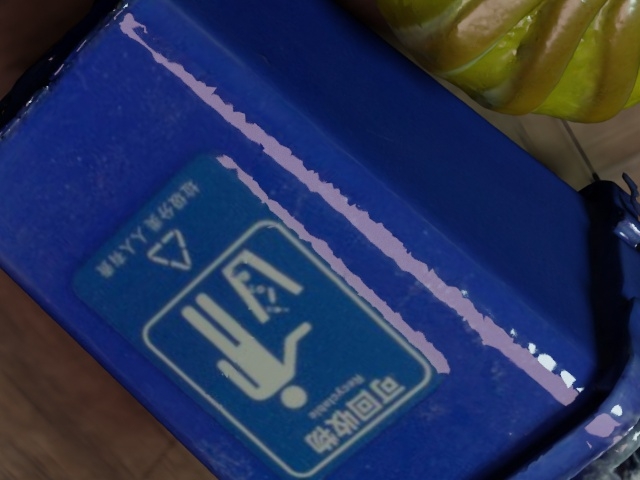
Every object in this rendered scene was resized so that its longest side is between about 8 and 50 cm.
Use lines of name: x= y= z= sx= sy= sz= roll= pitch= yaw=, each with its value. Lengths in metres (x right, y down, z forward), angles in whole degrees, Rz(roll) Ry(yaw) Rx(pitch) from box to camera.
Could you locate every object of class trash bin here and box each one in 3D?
trash bin: x=0.000 y=0.000 z=0.566 sx=0.234 sy=0.184 sz=0.162 roll=40 pitch=115 yaw=-14

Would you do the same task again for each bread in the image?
bread: x=0.063 y=-0.093 z=0.524 sx=0.094 sy=0.083 sz=0.157 roll=-44 pitch=105 yaw=-13
